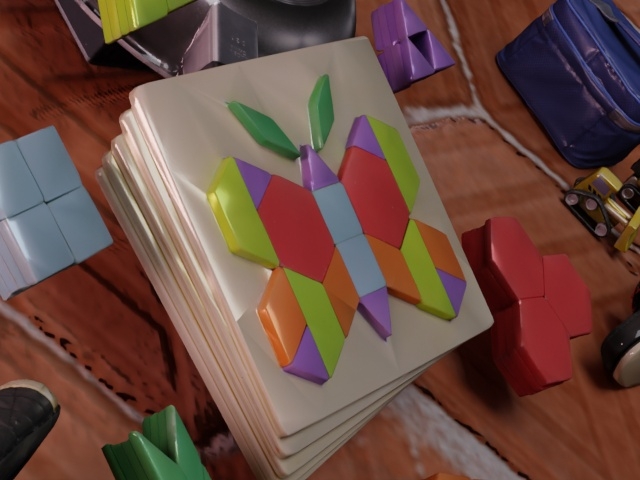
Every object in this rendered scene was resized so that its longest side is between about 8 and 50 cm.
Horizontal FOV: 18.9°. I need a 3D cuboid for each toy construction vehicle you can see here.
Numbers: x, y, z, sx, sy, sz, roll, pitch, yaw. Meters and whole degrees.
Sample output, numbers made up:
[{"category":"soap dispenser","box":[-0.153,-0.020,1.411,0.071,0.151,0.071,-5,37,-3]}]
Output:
[{"category":"toy construction vehicle","box":[0.186,-0.010,1.046,0.098,0.035,0.086,48,31,2]}]

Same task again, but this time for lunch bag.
[{"category":"lunch bag","box":[0.156,-0.090,1.073,0.067,0.065,0.098,-10,61,-55]}]

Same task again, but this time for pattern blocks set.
[{"category":"pattern blocks set","box":[0.000,0.000,0.736,0.285,0.026,0.325,58,34,-11]}]

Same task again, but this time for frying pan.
[{"category":"frying pan","box":[-0.066,-0.103,0.793,0.197,0.053,0.326,39,30,-14]}]

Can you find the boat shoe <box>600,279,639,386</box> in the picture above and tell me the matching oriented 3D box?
[{"category":"boat shoe","box":[0.172,0.035,0.962,0.042,0.049,0.133,44,38,16]}]

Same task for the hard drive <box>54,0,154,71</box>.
[{"category":"hard drive","box":[-0.093,-0.133,0.859,0.094,0.022,0.135,1,53,-51]}]

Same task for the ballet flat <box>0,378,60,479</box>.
[{"category":"ballet flat","box":[-0.128,0.072,0.542,0.049,0.057,0.173,44,29,7]}]
